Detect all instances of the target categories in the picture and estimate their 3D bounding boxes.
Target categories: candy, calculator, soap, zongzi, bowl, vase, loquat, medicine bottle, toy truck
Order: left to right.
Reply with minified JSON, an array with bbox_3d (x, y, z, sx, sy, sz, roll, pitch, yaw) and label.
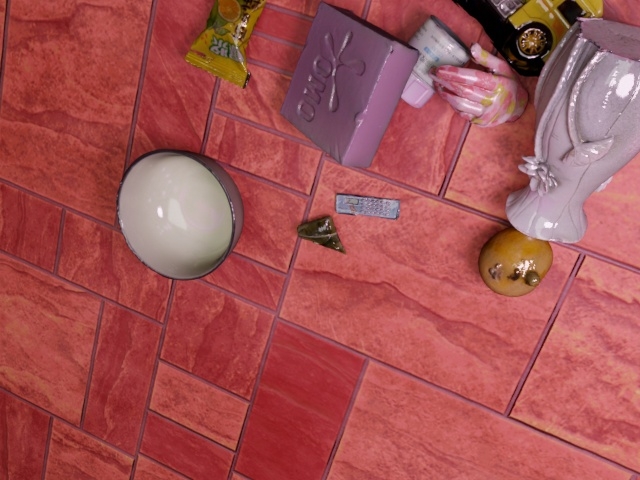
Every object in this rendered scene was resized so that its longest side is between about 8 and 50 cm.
[{"bbox_3d":[-0.350,-0.084,1.630,0.354,0.185,0.354,5,106,18],"label":"bowl"},{"bbox_3d":[-0.217,-0.554,1.513,0.187,0.081,0.297,25,98,11],"label":"candy"},{"bbox_3d":[0.000,0.000,1.608,0.109,0.055,0.119,-15,111,25],"label":"zongzi"},{"bbox_3d":[0.059,-0.357,1.386,0.285,0.107,0.296,43,122,39],"label":"soap"},{"bbox_3d":[0.121,-0.087,1.559,0.172,0.018,0.057,8,106,18],"label":"calculator"},{"bbox_3d":[0.239,-0.401,1.366,0.135,0.135,0.168,46,118,2],"label":"medicine bottle"},{"bbox_3d":[0.401,-0.549,1.248,0.254,0.180,0.405,-39,87,17],"label":"toy truck"},{"bbox_3d":[0.452,0.051,1.390,0.172,0.204,0.149,-38,109,13],"label":"loquat"},{"bbox_3d":[0.527,-0.199,1.211,0.250,0.250,0.445,21,135,13],"label":"vase"}]

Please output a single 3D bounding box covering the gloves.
[{"bbox_3d":[0.345,-0.326,1.302,0.145,0.241,0.126,-47,54,40],"label":"gloves"}]
